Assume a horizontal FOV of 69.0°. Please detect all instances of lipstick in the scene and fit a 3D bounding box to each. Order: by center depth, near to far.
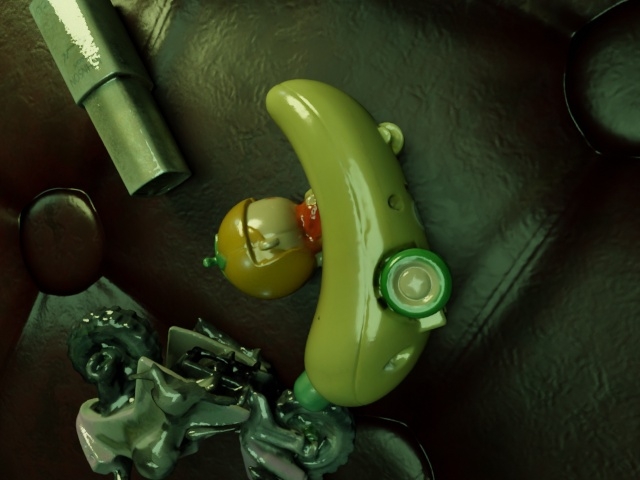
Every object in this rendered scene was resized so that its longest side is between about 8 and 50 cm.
[{"bbox_3d":[-0.241,-0.175,0.546,0.079,0.077,0.253,-30,85,17],"label":"lipstick"}]

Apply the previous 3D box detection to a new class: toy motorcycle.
[{"bbox_3d":[-0.132,0.201,0.516,0.327,0.143,0.188,23,105,-1],"label":"toy motorcycle"}]

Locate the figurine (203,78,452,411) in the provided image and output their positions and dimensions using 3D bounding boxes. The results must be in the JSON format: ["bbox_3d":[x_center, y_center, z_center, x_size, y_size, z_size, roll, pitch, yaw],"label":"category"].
[{"bbox_3d":[0.000,0.000,0.464,0.222,0.124,0.325,-20,84,16],"label":"figurine"}]
